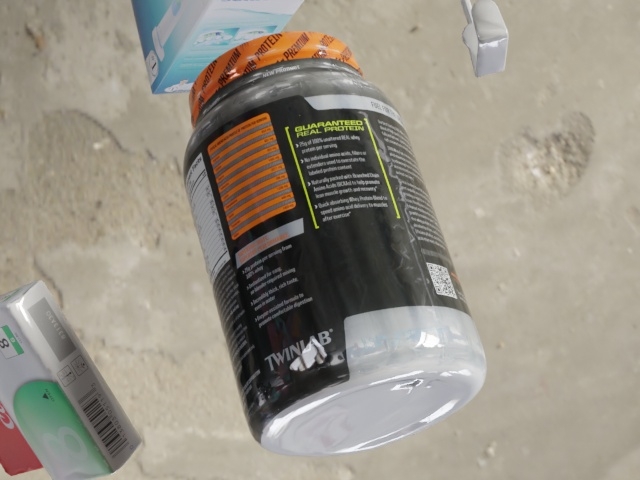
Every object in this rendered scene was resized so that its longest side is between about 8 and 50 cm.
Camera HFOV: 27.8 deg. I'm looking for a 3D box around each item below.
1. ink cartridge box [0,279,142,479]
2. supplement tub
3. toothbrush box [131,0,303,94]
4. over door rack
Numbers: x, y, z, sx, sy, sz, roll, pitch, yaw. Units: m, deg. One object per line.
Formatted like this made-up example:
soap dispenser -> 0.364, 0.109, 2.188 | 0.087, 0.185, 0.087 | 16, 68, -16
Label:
ink cartridge box -> -0.292, 0.148, 1.213 | 0.224, 0.056, 0.181 | -21, 105, 39
supplement tub -> 0.000, 0.000, 1.126 | 0.207, 0.338, 0.207 | -13, 154, -6
toothbrush box -> -0.133, -0.336, 1.572 | 0.126, 0.216, 0.295 | -8, 164, -24
over door rack -> 0.188, -0.261, 0.975 | 0.239, 0.324, 0.108 | -15, 146, 1
